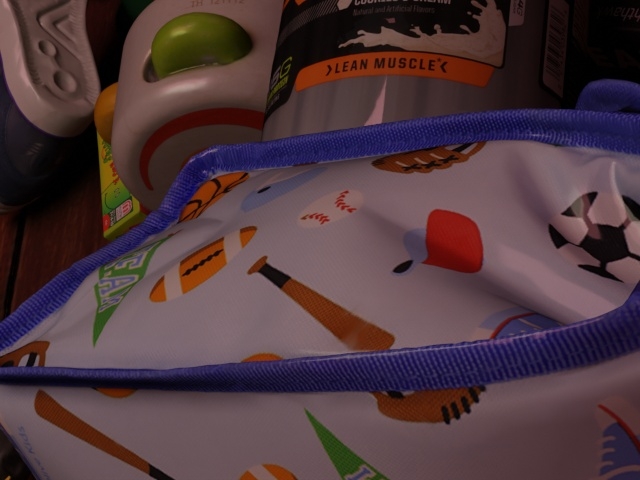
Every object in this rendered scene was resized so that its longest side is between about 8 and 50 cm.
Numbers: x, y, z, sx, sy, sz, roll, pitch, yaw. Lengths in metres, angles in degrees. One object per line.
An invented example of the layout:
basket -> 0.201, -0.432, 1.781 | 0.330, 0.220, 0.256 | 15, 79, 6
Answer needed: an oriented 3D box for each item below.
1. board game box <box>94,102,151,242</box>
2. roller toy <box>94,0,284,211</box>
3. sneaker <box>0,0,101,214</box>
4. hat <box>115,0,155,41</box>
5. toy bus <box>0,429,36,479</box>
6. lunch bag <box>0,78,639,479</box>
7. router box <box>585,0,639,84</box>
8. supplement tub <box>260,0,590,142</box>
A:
board game box -> -0.153, -0.054, 1.140 | 0.043, 0.092, 0.181 | -35, 42, 20
roller toy -> -0.069, -0.109, 1.025 | 0.209, 0.191, 0.146 | -47, 33, 44
sneaker -> -0.341, -0.185, 1.348 | 0.236, 0.130, 0.323 | -42, 53, 39
hat -> -0.203, -0.323, 1.327 | 0.208, 0.183, 0.173 | 18, 74, 49
toy bus -> -0.233, 0.259, 0.906 | 0.211, 0.149, 0.220 | -47, 39, -11
lunch bag -> 0.087, 0.116, 0.564 | 0.385, 0.328, 0.239 | -4, 33, 46
router box -> 0.239, -0.232, 0.907 | 0.308, 0.081, 0.243 | 18, 74, 49
supplement tub -> 0.070, -0.129, 0.792 | 0.193, 0.193, 0.316 | -11, 61, 39
